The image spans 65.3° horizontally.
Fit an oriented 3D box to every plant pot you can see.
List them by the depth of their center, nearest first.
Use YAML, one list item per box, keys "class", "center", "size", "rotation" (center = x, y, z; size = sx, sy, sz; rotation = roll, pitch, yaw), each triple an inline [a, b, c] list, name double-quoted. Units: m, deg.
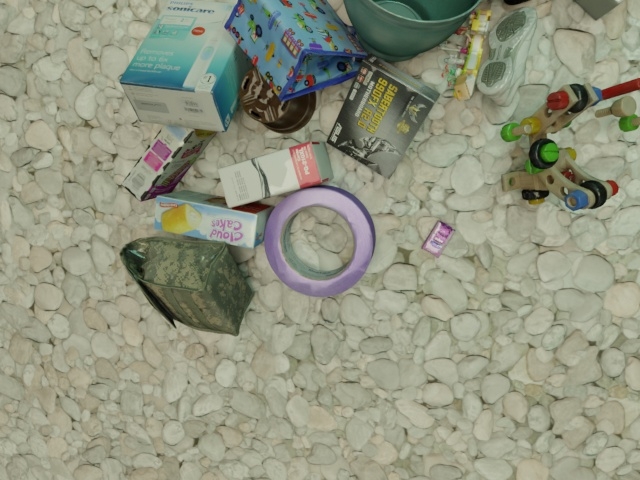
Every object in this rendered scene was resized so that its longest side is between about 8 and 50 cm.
- class: "plant pot"
  center: [0.173, -0.508, 1.052]
  size: [0.292, 0.196, 0.293]
  rotation: [3, 71, -8]
- class: "plant pot"
  center: [-0.108, -0.340, 1.184]
  size: [0.166, 0.165, 0.167]
  rotation: [2, 100, 11]

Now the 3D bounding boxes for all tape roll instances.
- class: "tape roll"
  center: [0.000, 0.000, 1.268]
  size: [0.274, 0.090, 0.275]
  rotation: [2, 101, 11]

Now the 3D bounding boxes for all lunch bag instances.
- class: "lunch bag"
  center: [-0.019, -0.455, 1.096]
  size: [0.221, 0.293, 0.138]
  rotation: [54, 139, 11]
- class: "lunch bag"
  center: [-0.352, 0.115, 1.277]
  size: [0.286, 0.169, 0.235]
  rotation: [6, 143, 19]

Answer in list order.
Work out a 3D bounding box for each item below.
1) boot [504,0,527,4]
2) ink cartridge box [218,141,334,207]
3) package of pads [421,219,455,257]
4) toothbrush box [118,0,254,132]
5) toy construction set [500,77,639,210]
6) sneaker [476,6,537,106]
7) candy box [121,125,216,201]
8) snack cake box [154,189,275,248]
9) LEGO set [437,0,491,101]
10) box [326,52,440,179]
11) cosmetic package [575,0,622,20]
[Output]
- class: "boot"
  center: [0.387, -0.595, 1.010]
  size: [0.085, 0.236, 0.179]
  rotation: [-5, 96, 29]
- class: "ink cartridge box"
  center: [-0.104, -0.162, 1.213]
  size: [0.237, 0.172, 0.100]
  rotation: [-14, 97, 14]
- class: "package of pads"
  center: [0.292, -0.003, 1.239]
  size: [0.050, 0.032, 0.083]
  rotation: [30, 105, 1]
- class: "toothbrush box"
  center: [-0.283, -0.407, 1.146]
  size: [0.216, 0.126, 0.296]
  rotation: [10, 59, 10]
- class: "toy construction set"
  center: [0.514, -0.213, 1.081]
  size: [0.309, 0.237, 0.257]
  rotation: [-41, 103, -12]
- class: "sneaker"
  center: [0.423, -0.404, 1.115]
  size: [0.090, 0.115, 0.232]
  rotation: [21, 83, 42]
- class: "candy box"
  center: [-0.376, -0.213, 1.264]
  size: [0.071, 0.159, 0.233]
  rotation: [41, 106, 0]
- class: "snack cake box"
  center: [-0.266, -0.059, 1.276]
  size: [0.264, 0.152, 0.089]
  rotation: [11, 102, 10]
- class: "LEGO set"
  center: [0.304, -0.427, 1.104]
  size: [0.107, 0.132, 0.287]
  rotation: [13, 81, 14]
- class: "box"
  center: [0.137, -0.279, 1.152]
  size: [0.183, 0.056, 0.231]
  rotation: [32, 134, 4]
- class: "cosmetic package"
  center: [0.643, -0.657, 0.982]
  size: [0.197, 0.155, 0.365]
  rotation: [43, 107, 2]
